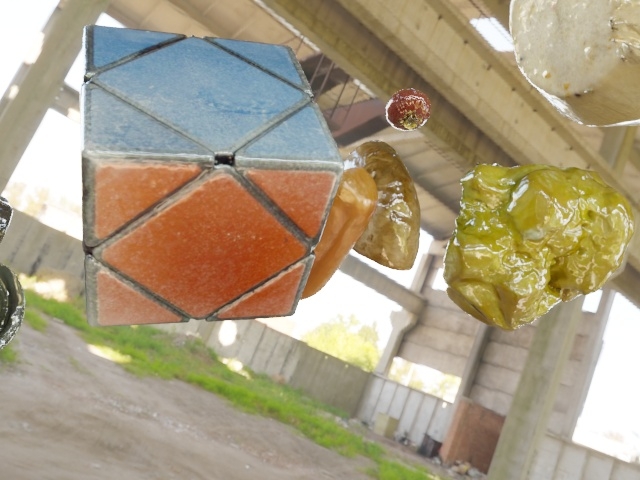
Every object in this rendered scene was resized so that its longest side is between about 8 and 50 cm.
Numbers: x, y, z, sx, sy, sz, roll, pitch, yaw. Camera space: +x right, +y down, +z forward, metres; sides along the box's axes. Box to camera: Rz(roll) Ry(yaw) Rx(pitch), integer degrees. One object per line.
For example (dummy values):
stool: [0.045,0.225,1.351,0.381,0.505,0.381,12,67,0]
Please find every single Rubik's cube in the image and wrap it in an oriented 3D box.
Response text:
Rubik's cube: [-0.120,-0.060,0.563,0.205,0.205,0.207,-1,-44,-20]

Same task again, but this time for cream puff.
cream puff: [0.342,0.013,0.929,0.274,0.270,0.323,2,5,20]

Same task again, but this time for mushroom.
mushroom: [0.097,-0.081,0.981,0.156,0.151,0.286,3,32,-18]

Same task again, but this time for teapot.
teapot: [-0.562,0.085,0.944,0.285,0.305,0.223,-11,-59,50]

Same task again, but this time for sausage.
sausage: [0.000,0.000,0.822,0.098,0.098,0.238,26,-54,-14]

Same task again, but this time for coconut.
coconut: [0.452,-0.316,0.746,0.360,0.346,0.346,-10,-4,-16]

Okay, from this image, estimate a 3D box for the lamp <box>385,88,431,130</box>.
lamp: [0.194,-0.289,1.297,0.101,0.090,0.101,-3,-34,-2]
